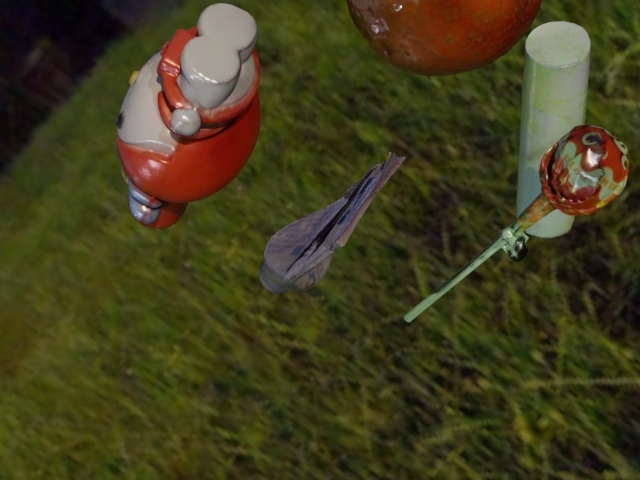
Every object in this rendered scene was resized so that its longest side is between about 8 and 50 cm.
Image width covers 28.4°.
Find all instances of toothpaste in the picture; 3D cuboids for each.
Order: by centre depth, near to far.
[{"bbox_3d":[0.000,-0.002,1.228,0.282,0.068,0.099,144,133,-64],"label":"toothpaste"}]

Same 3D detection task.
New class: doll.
[{"bbox_3d":[-0.123,-0.108,1.177,0.290,0.130,0.161,127,164,-61],"label":"doll"}]

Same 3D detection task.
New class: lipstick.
[{"bbox_3d":[0.264,-0.115,1.447,0.076,0.076,0.304,-60,-23,-30],"label":"lipstick"}]

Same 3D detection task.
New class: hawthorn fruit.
[{"bbox_3d":[0.151,-0.348,1.769,0.298,0.277,0.277,-39,19,47],"label":"hawthorn fruit"}]

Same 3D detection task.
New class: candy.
[{"bbox_3d":[0.186,-0.006,1.254,0.287,0.078,0.084,-42,-5,22],"label":"candy"}]
